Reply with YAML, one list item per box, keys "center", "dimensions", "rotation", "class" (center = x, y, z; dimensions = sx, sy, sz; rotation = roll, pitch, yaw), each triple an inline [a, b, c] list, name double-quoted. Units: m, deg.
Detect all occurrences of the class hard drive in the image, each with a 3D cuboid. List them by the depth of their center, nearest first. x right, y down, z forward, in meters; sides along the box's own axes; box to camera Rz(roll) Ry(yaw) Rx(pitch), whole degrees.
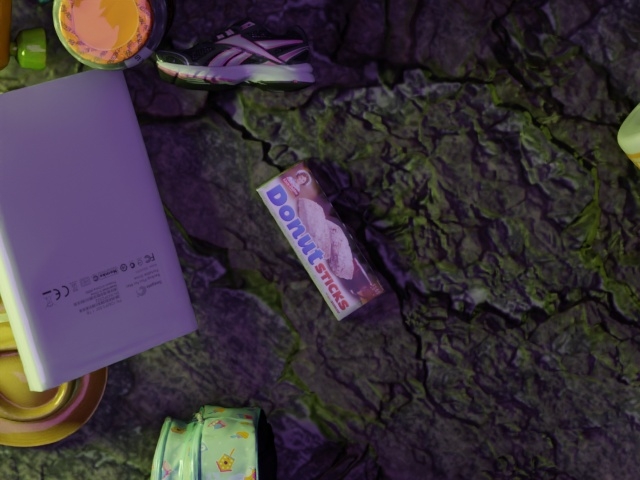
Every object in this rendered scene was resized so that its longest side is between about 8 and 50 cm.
- center: [-0.262, -0.018, 1.606]
  dimensions: [0.203, 0.040, 0.307]
  rotation: [-21, 98, -35]
  class: "hard drive"

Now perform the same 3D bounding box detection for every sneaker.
- center: [-0.095, -0.206, 1.650]
  dimensions: [0.178, 0.072, 0.077]
  rotation: [1, 84, -17]
  class: "sneaker"

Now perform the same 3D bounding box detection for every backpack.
- center: [-0.113, 0.269, 1.628]
  dimensions: [0.144, 0.188, 0.165]
  rotation: [1, 96, -9]
  class: "backpack"

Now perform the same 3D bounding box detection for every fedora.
- center: [-0.330, 0.144, 1.637]
  dimensions: [0.194, 0.079, 0.194]
  rotation: [-1, 96, -8]
  class: "fedora"

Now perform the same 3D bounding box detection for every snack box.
- center: [0.000, 0.000, 1.700]
  dimensions: [0.064, 0.022, 0.178]
  rotation: [-33, 100, -3]
  class: "snack box"

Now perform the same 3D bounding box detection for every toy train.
- center: [-0.356, -0.199, 1.595]
  dimensions: [0.143, 0.105, 0.248]
  rotation: [1, 97, -23]
  class: "toy train"

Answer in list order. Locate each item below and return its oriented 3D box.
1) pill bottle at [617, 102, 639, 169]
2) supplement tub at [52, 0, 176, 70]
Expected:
- center: [0.478, -0.062, 1.700]
  dimensions: [0.152, 0.152, 0.272]
  rotation: [-43, 100, -2]
  class: "pill bottle"
- center: [-0.212, -0.239, 1.552]
  dimensions: [0.117, 0.190, 0.117]
  rotation: [0, 104, -2]
  class: "supplement tub"
